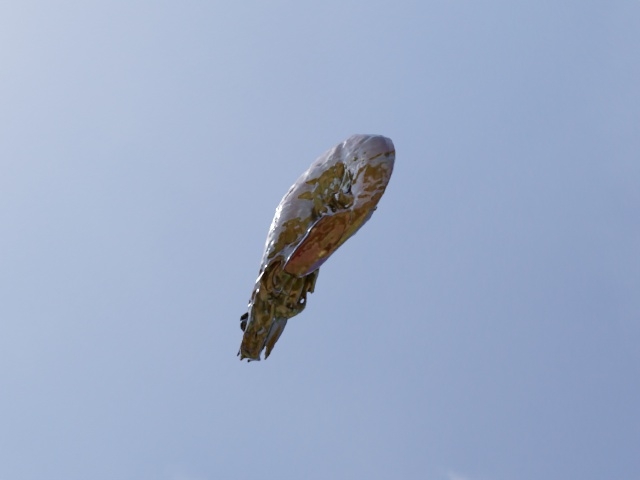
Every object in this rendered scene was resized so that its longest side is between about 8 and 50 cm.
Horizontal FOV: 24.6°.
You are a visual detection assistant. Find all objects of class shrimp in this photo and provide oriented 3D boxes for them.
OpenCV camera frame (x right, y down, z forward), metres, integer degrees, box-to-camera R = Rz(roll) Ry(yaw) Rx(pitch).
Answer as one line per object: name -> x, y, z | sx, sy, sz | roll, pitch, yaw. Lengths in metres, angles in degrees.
shrimp -> 0.000, 0.000, 1.438 | 0.152, 0.287, 0.063 | -18, -52, 43
